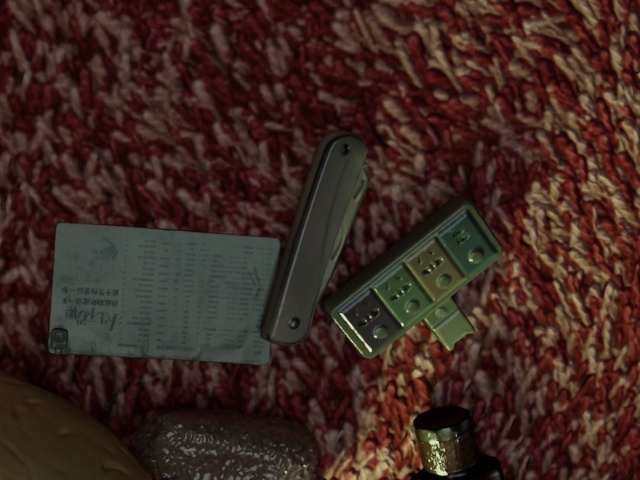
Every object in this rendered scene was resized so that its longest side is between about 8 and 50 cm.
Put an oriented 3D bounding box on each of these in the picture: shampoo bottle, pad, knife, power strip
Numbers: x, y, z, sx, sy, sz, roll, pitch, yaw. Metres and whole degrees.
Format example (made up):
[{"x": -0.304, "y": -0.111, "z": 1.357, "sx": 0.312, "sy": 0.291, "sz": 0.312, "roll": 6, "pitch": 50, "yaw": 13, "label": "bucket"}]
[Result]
[{"x": 0.184, "y": 0.369, "z": 1.316, "sx": 0.129, "sy": 0.084, "sz": 0.322, "roll": -13, "pitch": 101, "yaw": -9, "label": "shampoo bottle"}, {"x": -0.183, "y": 0.065, "z": 1.245, "sx": 0.265, "sy": 0.009, "sz": 0.159, "roll": 4, "pitch": 98, "yaw": -10, "label": "pad"}, {"x": -0.003, "y": 0.000, "z": 1.247, "sx": 0.073, "sy": 0.040, "sz": 0.265, "roll": 17, "pitch": 96, "yaw": -23, "label": "knife"}, {"x": 0.126, "y": 0.064, "z": 1.275, "sx": 0.216, "sy": 0.061, "sz": 0.145, "roll": -37, "pitch": 110, "yaw": -1, "label": "power strip"}]

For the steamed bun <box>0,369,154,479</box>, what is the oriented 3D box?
[{"x": -0.325, "y": 0.382, "z": 1.100, "sx": 0.456, "sy": 0.290, "sz": 0.371, "roll": 44, "pitch": 102, "yaw": -11, "label": "steamed bun"}]

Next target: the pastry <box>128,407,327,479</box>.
[{"x": -0.089, "y": 0.256, "z": 1.243, "sx": 0.265, "sy": 0.103, "sz": 0.112, "roll": 23, "pitch": 102, "yaw": -15, "label": "pastry"}]
